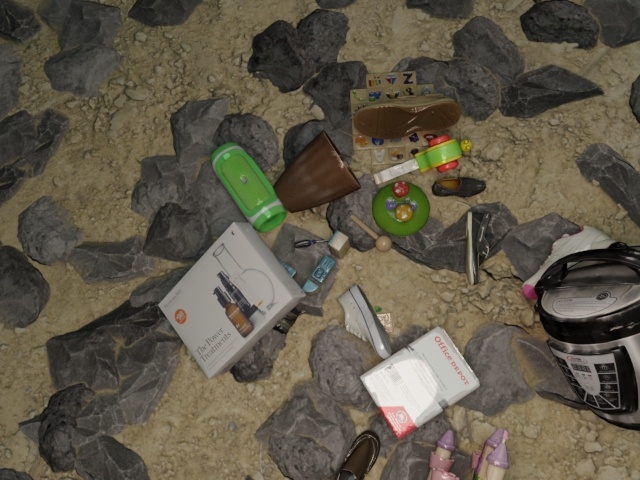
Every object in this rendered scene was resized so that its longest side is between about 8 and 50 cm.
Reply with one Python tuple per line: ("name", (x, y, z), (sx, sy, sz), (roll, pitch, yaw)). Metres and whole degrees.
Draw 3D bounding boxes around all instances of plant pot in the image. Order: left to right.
("plant pot", (-0.025, -0.192, 1.681), (0.230, 0.215, 0.215), (-33, 74, 9))

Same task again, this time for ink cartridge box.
("ink cartridge box", (0.278, 0.399, 1.518), (0.273, 0.114, 0.197), (-32, 73, -3))

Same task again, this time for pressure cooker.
("pressure cooker", (0.760, 0.205, 1.347), (0.370, 0.375, 0.420), (-27, 101, 18))

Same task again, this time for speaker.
("speaker", (-0.232, -0.171, 1.721), (0.131, 0.131, 0.296), (-35, 74, -5))

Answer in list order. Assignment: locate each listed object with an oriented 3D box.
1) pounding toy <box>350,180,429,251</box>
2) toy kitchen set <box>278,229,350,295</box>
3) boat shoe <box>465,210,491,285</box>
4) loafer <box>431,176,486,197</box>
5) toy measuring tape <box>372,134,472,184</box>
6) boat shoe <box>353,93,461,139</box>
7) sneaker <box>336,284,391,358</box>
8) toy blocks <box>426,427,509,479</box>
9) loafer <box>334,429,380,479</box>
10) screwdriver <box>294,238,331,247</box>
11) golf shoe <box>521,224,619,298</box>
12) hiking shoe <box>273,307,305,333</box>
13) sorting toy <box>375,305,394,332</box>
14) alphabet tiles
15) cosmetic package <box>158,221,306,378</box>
("pounding toy", (0.231, -0.097, 1.665), (0.237, 0.110, 0.183), (-38, 74, -6))
("toy kitchen set", (-0.036, 0.045, 1.643), (0.166, 0.122, 0.207), (33, 79, 13))
("boat shoe", (0.479, 0.023, 1.622), (0.079, 0.084, 0.233), (5, 72, 7))
("loafer", (0.440, -0.172, 1.691), (0.170, 0.061, 0.062), (-7, 73, 3))
("toy measuring tape", (0.330, -0.253, 1.691), (0.330, 0.121, 0.121), (-20, 73, -3))
("boat shoe", (0.276, -0.411, 1.748), (0.341, 0.121, 0.110), (-4, 37, 1))
("sneaker", (0.125, 0.249, 1.569), (0.091, 0.094, 0.258), (-36, 45, 11))
("toy blocks", (0.435, 0.601, 1.356), (0.309, 0.288, 0.260), (18, 82, 13))
("loafer", (0.099, 0.634, 1.486), (0.080, 0.078, 0.220), (28, 79, 12))
("screwdriver", (0.000, 0.000, 1.709), (0.170, 0.024, 0.025), (-12, 45, -5))
("golf shoe", (0.721, 0.065, 1.590), (0.306, 0.115, 0.140), (-28, 48, 0))
("hiking shoe", (-0.157, 0.180, 1.648), (0.227, 0.086, 0.114), (42, 69, 8))
("sorting toy", (0.190, 0.238, 1.625), (0.062, 0.012, 0.083), (-8, 77, 8))
("alphabet tiles", (0.248, -0.416, 1.805), (0.285, 0.011, 0.342), (-3, 74, 4))
("cosmetic package", (-0.267, 0.175, 1.569), (0.377, 0.097, 0.284), (-45, 71, 18))
